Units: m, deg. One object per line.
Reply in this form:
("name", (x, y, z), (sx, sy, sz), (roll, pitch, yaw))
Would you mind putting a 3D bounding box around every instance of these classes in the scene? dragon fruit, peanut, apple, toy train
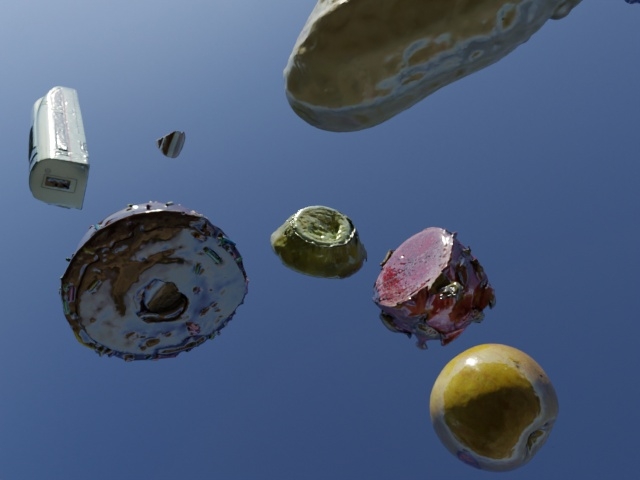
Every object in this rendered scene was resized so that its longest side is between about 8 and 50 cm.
("dragon fruit", (0.208, 0.097, 1.072), (0.211, 0.147, 0.282), (-48, -160, -2))
("peanut", (0.104, -0.214, 0.559), (0.313, 0.152, 0.152), (-24, -115, 14))
("apple", (0.245, 0.235, 0.825), (0.155, 0.182, 0.182), (27, -97, 50))
("toy train", (-0.482, -0.193, 1.072), (0.407, 0.088, 0.086), (55, -49, 50))

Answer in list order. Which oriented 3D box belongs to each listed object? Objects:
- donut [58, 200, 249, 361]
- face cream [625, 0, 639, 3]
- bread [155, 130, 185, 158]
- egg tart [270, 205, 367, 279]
("donut", (-0.216, 0.053, 0.772), (0.235, 0.235, 0.089), (-43, -143, 3))
("face cream", (0.759, -0.608, 1.202), (0.225, 0.249, 0.249), (16, -102, 26))
("bread", (-0.393, -0.247, 1.550), (0.109, 0.043, 0.062), (-14, -100, 46))
("egg tart", (0.000, 0.000, 1.150), (0.197, 0.078, 0.197), (8, -141, -6))
